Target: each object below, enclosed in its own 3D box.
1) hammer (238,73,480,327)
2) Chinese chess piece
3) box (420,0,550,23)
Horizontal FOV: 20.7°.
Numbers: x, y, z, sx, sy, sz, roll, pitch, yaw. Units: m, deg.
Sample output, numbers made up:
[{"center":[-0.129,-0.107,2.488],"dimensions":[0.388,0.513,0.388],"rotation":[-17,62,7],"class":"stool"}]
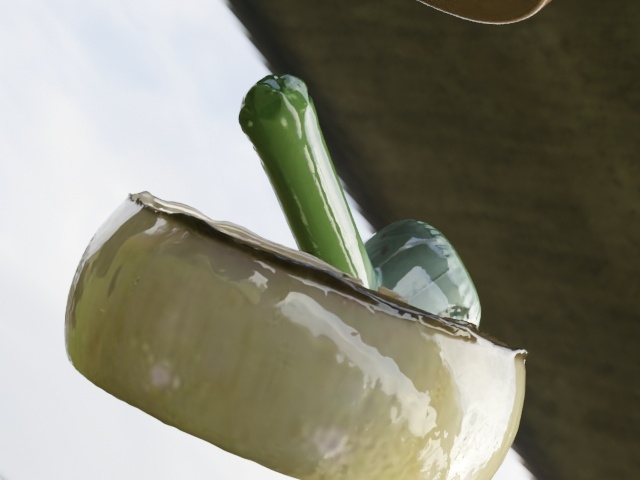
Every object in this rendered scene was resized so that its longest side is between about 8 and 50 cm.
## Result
[{"center":[0.000,0.000,1.354],"dimensions":[0.119,0.206,0.335],"rotation":[40,-21,45],"class":"hammer"},{"center":[-0.013,0.060,0.963],"dimensions":[0.257,0.104,0.257],"rotation":[23,1,-1],"class":"Chinese chess piece"},{"center":[0.145,-0.343,1.493],"dimensions":[0.301,0.216,0.301],"rotation":[25,-25,13],"class":"box"}]
